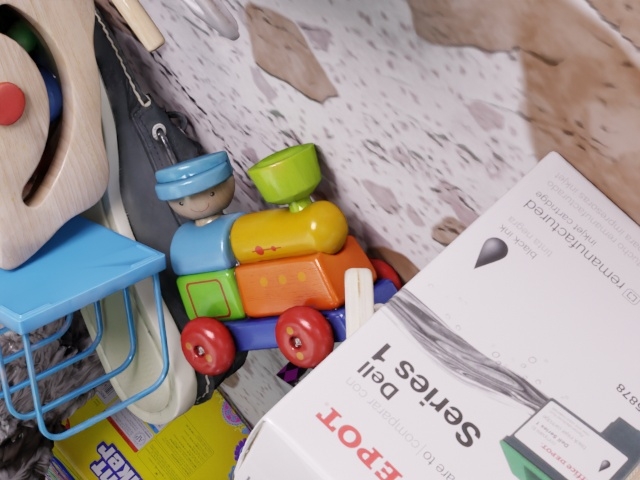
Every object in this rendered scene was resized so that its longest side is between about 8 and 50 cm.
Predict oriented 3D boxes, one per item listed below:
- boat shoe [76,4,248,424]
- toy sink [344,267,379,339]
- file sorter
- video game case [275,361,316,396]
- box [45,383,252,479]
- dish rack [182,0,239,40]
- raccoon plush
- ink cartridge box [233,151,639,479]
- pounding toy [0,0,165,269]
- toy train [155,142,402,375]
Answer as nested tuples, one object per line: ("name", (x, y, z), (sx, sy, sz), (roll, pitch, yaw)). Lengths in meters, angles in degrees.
("boat shoe", (-0.135, -0.041, 1.079), (0.127, 0.113, 0.340), (-21, 90, 49))
("toy sink", (0.082, 0.128, 0.852), (0.234, 0.131, 0.153), (86, -178, -61))
("file sorter", (-0.201, 0.051, 1.015), (0.170, 0.118, 0.105), (21, 126, 42))
("video game case", (0.073, 0.220, 1.249), (0.210, 0.042, 0.232), (31, 154, 41))
("box", (-0.245, 0.188, 1.637), (0.290, 0.177, 0.279), (53, 160, -15))
("dish rack", (-0.148, -0.240, 0.669), (0.285, 0.072, 0.333), (45, 179, -31))
("raccoon plush", (-0.359, 0.062, 1.353), (0.299, 0.446, 0.216), (37, -175, 25))
("ink cartridge box", (0.090, 0.088, 0.703), (0.160, 0.219, 0.092), (43, 152, 11))
("pounding toy", (-0.202, -0.107, 0.913), (0.154, 0.154, 0.270), (21, 124, 40))
("toy train", (0.000, 0.000, 0.947), (0.248, 0.105, 0.143), (-9, 106, 39))
